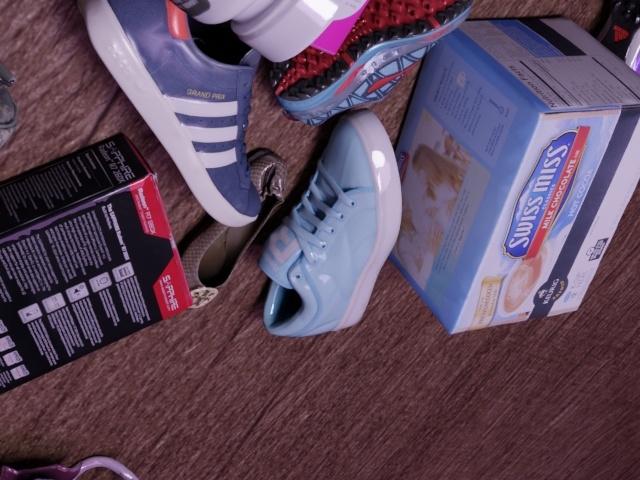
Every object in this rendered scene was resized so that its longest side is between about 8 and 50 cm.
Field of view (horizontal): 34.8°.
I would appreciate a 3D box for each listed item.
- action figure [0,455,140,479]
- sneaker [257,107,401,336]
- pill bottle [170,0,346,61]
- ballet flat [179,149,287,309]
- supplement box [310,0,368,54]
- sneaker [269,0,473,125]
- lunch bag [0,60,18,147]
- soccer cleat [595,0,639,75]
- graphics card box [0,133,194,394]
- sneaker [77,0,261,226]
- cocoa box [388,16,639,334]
[{"bbox_3d":[-0.461,0.432,1.409,0.370,0.248,0.276,-36,-175,17],"label":"action figure"},{"bbox_3d":[0.000,0.000,1.322,0.150,0.135,0.366,-16,135,-29],"label":"sneaker"},{"bbox_3d":[-0.108,-0.290,0.871,0.283,0.161,0.161,35,104,-27],"label":"pill bottle"},{"bbox_3d":[-0.112,-0.002,1.290,0.084,0.058,0.250,5,125,-55],"label":"ballet flat"},{"bbox_3d":[0.010,-0.319,1.039,0.111,0.114,0.220,14,117,-45],"label":"supplement box"},{"bbox_3d":[0.060,-0.226,1.200,0.262,0.104,0.125,-29,157,-4],"label":"sneaker"},{"bbox_3d":[-0.429,-0.065,0.880,0.305,0.212,0.256,-44,165,7],"label":"lunch bag"},{"bbox_3d":[0.430,-0.266,1.415,0.116,0.108,0.318,-6,129,-38],"label":"soccer cleat"},{"bbox_3d":[-0.345,0.054,1.147,0.371,0.094,0.233,-26,140,-16],"label":"graphics card box"},{"bbox_3d":[-0.110,-0.152,1.091,0.148,0.131,0.350,-30,140,1],"label":"sneaker"},{"bbox_3d":[0.248,-0.087,1.344,0.228,0.231,0.347,-8,132,-30],"label":"cocoa box"}]
